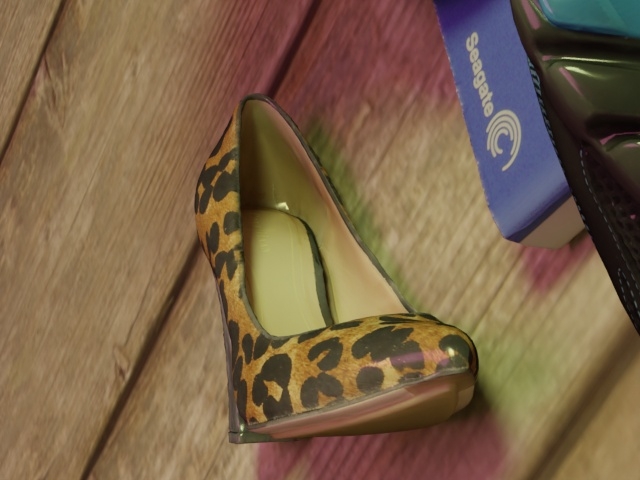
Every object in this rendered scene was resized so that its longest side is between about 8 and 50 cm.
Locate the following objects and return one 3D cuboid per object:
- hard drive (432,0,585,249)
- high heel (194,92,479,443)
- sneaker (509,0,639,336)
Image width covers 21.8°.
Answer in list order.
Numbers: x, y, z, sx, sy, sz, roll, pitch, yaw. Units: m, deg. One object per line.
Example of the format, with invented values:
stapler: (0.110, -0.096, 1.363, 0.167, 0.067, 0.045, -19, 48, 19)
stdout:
hard drive: (0.149, -0.168, 0.638, 0.319, 0.040, 0.210, -46, 46, 44)
high heel: (0.000, 0.000, 0.789, 0.261, 0.093, 0.186, 160, 108, -66)
sneaker: (0.166, 0.037, 0.500, 0.139, 0.125, 0.341, 50, -162, -73)
